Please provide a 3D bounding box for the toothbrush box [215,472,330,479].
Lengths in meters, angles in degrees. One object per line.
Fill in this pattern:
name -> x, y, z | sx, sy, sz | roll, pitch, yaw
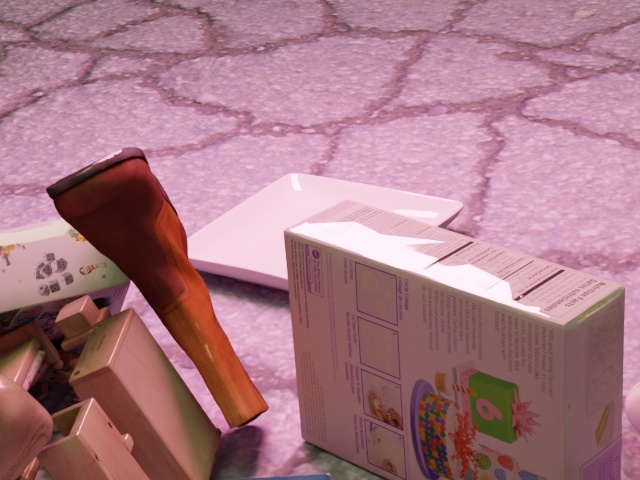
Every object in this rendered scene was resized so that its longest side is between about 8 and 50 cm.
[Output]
toothbrush box -> -0.091, 0.323, 1.065 | 0.216, 0.126, 0.295 | -3, 44, 3

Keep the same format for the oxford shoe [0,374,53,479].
oxford shoe -> -0.380, 0.260, 1.235 | 0.397, 0.146, 0.140 | -40, 53, 8

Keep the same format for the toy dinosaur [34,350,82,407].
toy dinosaur -> -0.273, 0.143, 1.640 | 0.183, 0.053, 0.092 | -7, 24, -4

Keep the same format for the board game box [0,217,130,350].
board game box -> -0.372, 0.072, 1.625 | 0.303, 0.097, 0.224 | -13, -16, -17

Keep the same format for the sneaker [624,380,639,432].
sneaker -> 0.350, 0.199, 1.354 | 0.235, 0.094, 0.153 | 30, 33, 35

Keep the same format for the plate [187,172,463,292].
plate -> 0.000, 0.000, 1.894 | 0.277, 0.045, 0.278 | 11, 30, 32

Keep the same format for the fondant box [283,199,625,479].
fondant box -> 0.119, 0.120, 1.400 | 0.330, 0.238, 0.096 | 20, 34, 41

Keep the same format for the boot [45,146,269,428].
boot -> -0.152, 0.061, 1.457 | 0.096, 0.280, 0.264 | -26, -11, -3

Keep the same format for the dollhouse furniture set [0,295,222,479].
dollhouse furniture set -> -0.298, 0.232, 1.467 | 0.356, 0.173, 0.303 | -25, 23, 18
